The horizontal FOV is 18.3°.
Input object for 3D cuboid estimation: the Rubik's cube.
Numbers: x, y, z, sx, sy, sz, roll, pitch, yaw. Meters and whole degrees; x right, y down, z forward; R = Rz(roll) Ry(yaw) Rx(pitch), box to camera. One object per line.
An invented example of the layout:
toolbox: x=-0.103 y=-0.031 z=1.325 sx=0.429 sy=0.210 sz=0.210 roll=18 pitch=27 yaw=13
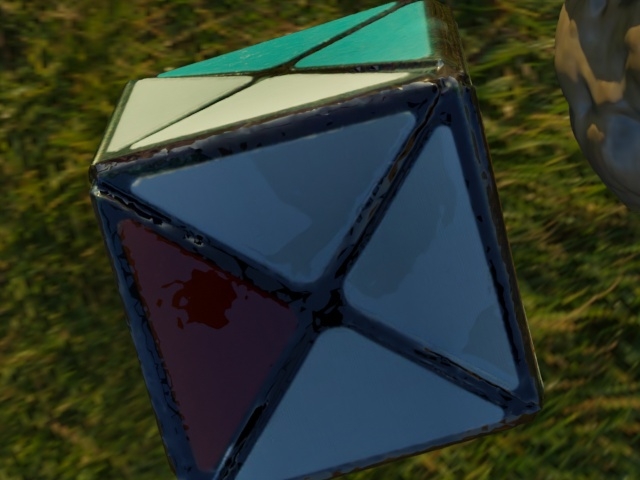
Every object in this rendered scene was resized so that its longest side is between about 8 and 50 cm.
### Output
Rubik's cube: x=0.000 y=0.001 z=1.322 sx=0.248 sy=0.246 sz=0.250 roll=-14 pitch=107 yaw=4

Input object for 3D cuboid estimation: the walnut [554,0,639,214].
walnut: x=0.199 y=-0.096 z=0.855 sx=0.224 sy=0.224 sz=0.224 roll=2 pitch=97 yaw=17
